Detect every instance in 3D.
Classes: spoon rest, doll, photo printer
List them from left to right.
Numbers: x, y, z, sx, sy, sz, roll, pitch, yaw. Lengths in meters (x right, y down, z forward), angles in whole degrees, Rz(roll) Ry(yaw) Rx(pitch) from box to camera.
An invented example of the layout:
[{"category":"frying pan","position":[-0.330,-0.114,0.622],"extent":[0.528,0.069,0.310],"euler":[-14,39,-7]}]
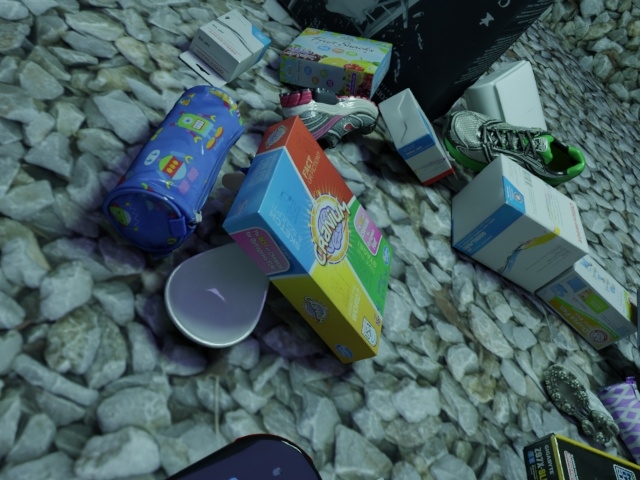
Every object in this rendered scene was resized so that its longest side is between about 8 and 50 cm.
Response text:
[{"category":"spoon rest","position":[-0.119,0.047,0.879],"extent":[0.137,0.084,0.276],"euler":[41,40,-2]},{"category":"doll","position":[-0.108,-0.079,0.983],"extent":[0.189,0.046,0.129],"euler":[-38,128,-74]},{"category":"photo printer","position":[0.493,-0.282,1.541],"extent":[0.256,0.107,0.307],"euler":[-36,113,-44]}]

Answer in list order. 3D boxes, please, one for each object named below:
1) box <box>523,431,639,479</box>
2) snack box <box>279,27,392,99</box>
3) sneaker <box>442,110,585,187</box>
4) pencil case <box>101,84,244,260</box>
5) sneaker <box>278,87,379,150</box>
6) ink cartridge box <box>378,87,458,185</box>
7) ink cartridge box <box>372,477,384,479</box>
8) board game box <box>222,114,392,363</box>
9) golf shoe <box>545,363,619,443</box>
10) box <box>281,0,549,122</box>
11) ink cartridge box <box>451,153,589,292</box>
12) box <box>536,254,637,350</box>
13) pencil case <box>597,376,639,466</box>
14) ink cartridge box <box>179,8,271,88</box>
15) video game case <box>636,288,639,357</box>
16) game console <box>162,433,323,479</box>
[{"category":"box","position":[0.471,0.509,0.968],"extent":[0.257,0.079,0.322],"euler":[27,44,-21]},{"category":"snack box","position":[0.036,-0.392,1.316],"extent":[0.207,0.070,0.174],"euler":[16,41,11]},{"category":"sneaker","position":[0.436,-0.220,1.345],"extent":[0.344,0.146,0.134],"euler":[14,79,-12]},{"category":"pencil case","position":[-0.209,-0.116,0.914],"extent":[0.133,0.119,0.306],"euler":[15,45,1]},{"category":"sneaker","position":[0.018,-0.236,1.218],"extent":[0.299,0.121,0.111],"euler":[-10,99,-54]},{"category":"ink cartridge box","position":[0.222,-0.214,1.331],"extent":[0.231,0.078,0.134],"euler":[37,31,-55]},{"category":"ink cartridge box","position":[0.018,0.399,0.688],"extent":[0.218,0.092,0.158],"euler":[-11,64,-45]},{"category":"board game box","position":[0.000,0.000,0.932],"extent":[0.316,0.064,0.242],"euler":[52,34,-31]},{"category":"golf shoe","position":[0.510,0.314,1.185],"extent":[0.176,0.069,0.086],"euler":[52,22,6]},{"category":"box","position":[0.242,-0.602,1.411],"extent":[0.480,0.472,0.297],"euler":[49,42,6]},{"category":"ink cartridge box","position":[0.432,-0.034,1.317],"extent":[0.233,0.168,0.171],"euler":[29,42,-15]},{"category":"box","position":[0.609,0.132,1.360],"extent":[0.203,0.114,0.103],"euler":[42,41,-3]},{"category":"pencil case","position":[0.650,0.379,1.208],"extent":[0.086,0.088,0.206],"euler":[-5,61,-39]},{"category":"ink cartridge box","position":[-0.188,-0.387,1.203],"extent":[0.104,0.060,0.180],"euler":[40,41,-5]},{"category":"video game case","position":[0.725,0.271,1.303],"extent":[0.274,0.026,0.196],"euler":[65,36,-22]},{"category":"game console","position":[-0.116,0.397,0.524],"extent":[0.387,0.060,0.342],"euler":[-22,70,-26]}]
